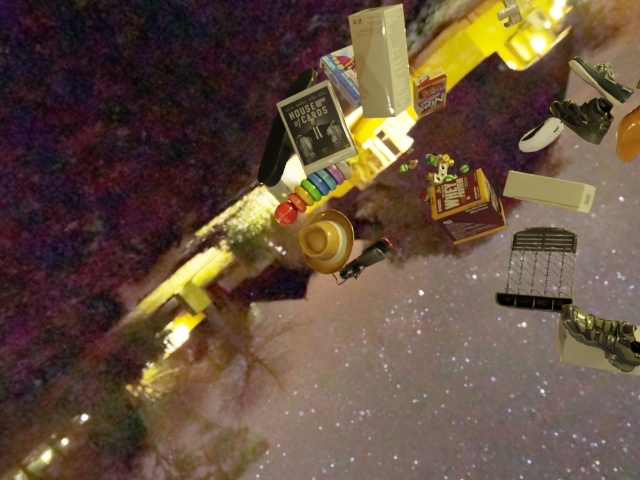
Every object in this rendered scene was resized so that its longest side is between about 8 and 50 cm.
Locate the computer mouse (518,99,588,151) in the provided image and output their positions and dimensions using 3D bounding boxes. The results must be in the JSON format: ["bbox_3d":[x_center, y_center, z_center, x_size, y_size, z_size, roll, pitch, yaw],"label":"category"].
[{"bbox_3d":[0.679,-0.320,1.451,0.193,0.106,0.042,-40,-144,26],"label":"computer mouse"}]

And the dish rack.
[{"bbox_3d":[0.638,0.080,1.439,0.208,0.074,0.272,2,-111,36],"label":"dish rack"}]

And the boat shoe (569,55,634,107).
[{"bbox_3d":[0.935,-0.538,1.633,0.079,0.254,0.095,-51,-165,26],"label":"boat shoe"}]

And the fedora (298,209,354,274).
[{"bbox_3d":[0.000,0.000,1.346,0.079,0.194,0.194,11,137,-47],"label":"fedora"}]

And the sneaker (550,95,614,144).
[{"bbox_3d":[0.839,-0.411,1.569,0.130,0.087,0.228,-64,-151,30],"label":"sneaker"}]

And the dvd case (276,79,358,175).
[{"bbox_3d":[-0.010,-0.340,1.503,0.179,0.239,0.029,-20,-171,17],"label":"dvd case"}]

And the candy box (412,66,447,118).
[{"bbox_3d":[0.386,-0.518,1.745,0.109,0.053,0.187,-23,160,4],"label":"candy box"}]

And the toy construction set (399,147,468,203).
[{"bbox_3d":[0.528,-0.331,2.302,0.258,0.308,0.237,-58,-178,-7],"label":"toy construction set"}]

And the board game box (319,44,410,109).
[{"bbox_3d":[0.211,-0.812,2.372,0.318,0.319,0.066,-28,157,-17],"label":"board game box"}]

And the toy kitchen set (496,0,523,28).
[{"bbox_3d":[0.588,-0.720,1.575,0.068,0.083,0.075,-27,-165,6],"label":"toy kitchen set"}]

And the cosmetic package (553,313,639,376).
[{"bbox_3d":[0.782,0.287,1.359,0.237,0.107,0.127,6,-160,16],"label":"cosmetic package"}]

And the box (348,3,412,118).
[{"bbox_3d":[0.191,-0.549,1.529,0.121,0.311,0.148,7,-148,31],"label":"box"}]

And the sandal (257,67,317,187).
[{"bbox_3d":[-0.101,-0.392,1.758,0.167,0.107,0.446,14,-97,56],"label":"sandal"}]

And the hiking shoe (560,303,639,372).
[{"bbox_3d":[0.696,0.216,1.191,0.086,0.226,0.114,-52,176,-42],"label":"hiking shoe"}]

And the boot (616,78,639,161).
[{"bbox_3d":[1.034,-0.358,1.493,0.104,0.295,0.211,-4,-155,-16],"label":"boot"}]

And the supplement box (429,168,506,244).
[{"bbox_3d":[0.505,-0.112,1.696,0.191,0.194,0.129,-21,-132,30],"label":"supplement box"}]

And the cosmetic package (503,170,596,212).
[{"bbox_3d":[0.944,-0.202,2.043,0.160,0.309,0.113,2,103,-46],"label":"cosmetic package"}]

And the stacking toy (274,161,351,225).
[{"bbox_3d":[-0.045,-0.187,1.863,0.330,0.141,0.141,-42,-178,-4],"label":"stacking toy"}]

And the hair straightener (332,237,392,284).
[{"bbox_3d":[0.092,0.065,1.303,0.230,0.047,0.089,-28,-162,50],"label":"hair straightener"}]
